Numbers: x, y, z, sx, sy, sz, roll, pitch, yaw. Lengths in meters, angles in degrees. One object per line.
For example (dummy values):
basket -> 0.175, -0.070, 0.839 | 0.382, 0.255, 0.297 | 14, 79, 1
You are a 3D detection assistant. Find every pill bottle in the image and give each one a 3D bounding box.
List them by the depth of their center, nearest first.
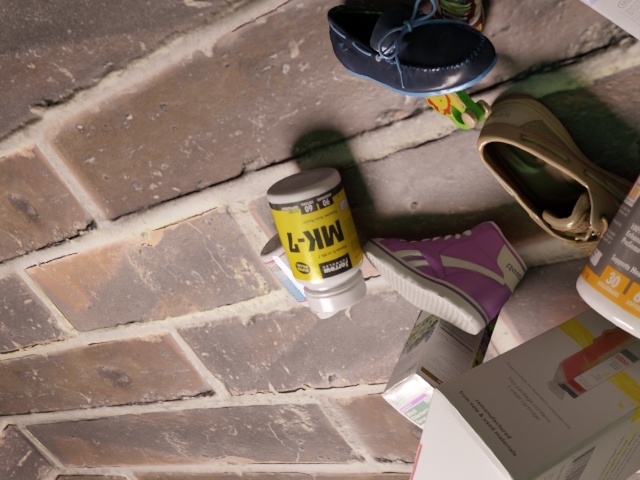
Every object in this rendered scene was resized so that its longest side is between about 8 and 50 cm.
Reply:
pill bottle -> 0.425, -0.023, 0.800 | 0.162, 0.162, 0.278 | 26, 107, 7
pill bottle -> 0.000, 0.000, 1.125 | 0.119, 0.119, 0.208 | -5, 113, 32
pill bottle -> -0.025, 0.057, 1.236 | 0.087, 0.087, 0.160 | -23, 114, 40

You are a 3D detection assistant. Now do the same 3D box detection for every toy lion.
toy lion -> 0.167, -0.187, 0.928 | 0.100, 0.034, 0.096 | 53, 169, -3

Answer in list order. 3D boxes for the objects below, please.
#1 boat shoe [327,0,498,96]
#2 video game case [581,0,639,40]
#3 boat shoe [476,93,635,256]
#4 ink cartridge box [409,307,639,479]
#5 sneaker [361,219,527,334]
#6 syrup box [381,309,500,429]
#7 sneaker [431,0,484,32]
boat shoe -> 0.088, -0.233, 0.849 | 0.258, 0.109, 0.089 | 18, 152, 46
video game case -> 0.333, -0.346, 0.672 | 0.244, 0.061, 0.269 | 27, 137, -14
boat shoe -> 0.335, -0.040, 0.933 | 0.341, 0.110, 0.121 | 39, 136, -6
ink cartridge box -> 0.334, 0.262, 0.998 | 0.160, 0.385, 0.279 | 49, 149, 38
sneaker -> 0.193, 0.028, 1.088 | 0.282, 0.161, 0.102 | 30, 163, 51
syrup box -> 0.192, 0.168, 1.103 | 0.096, 0.237, 0.093 | 37, 135, -4
sneaker -> 0.159, -0.286, 0.837 | 0.070, 0.084, 0.185 | 15, 133, 18
